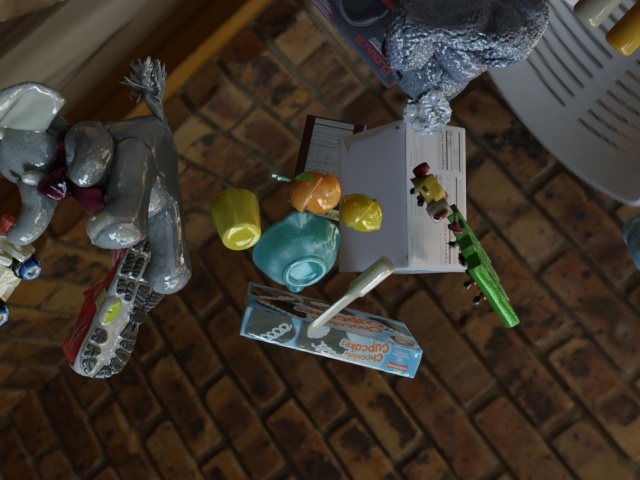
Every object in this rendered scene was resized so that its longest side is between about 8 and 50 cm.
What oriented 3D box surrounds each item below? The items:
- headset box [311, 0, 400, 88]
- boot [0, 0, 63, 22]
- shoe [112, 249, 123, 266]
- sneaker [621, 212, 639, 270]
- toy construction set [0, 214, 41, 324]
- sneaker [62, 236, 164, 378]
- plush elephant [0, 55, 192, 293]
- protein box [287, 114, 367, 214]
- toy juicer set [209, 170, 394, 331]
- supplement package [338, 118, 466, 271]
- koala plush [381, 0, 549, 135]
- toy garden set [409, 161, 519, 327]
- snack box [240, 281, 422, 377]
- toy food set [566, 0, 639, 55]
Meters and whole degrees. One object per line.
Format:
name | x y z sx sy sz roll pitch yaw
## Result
headset box | 0.122 -0.398 1.167 0.218 0.293 0.110 50 -128 1
boot | -0.357 -0.345 0.863 0.112 0.115 0.305 51 162 3
shoe | -0.332 0.000 1.306 0.064 0.177 0.081 10 -170 -3
sneaker | 0.448 -0.076 0.701 0.150 0.366 0.135 56 176 40
toy construction set | -0.574 0.066 1.203 0.151 0.328 0.215 56 -165 25
sneaker | -0.333 0.082 1.224 0.118 0.278 0.107 16 162 42
plush elephant | -0.341 -0.094 1.049 0.272 0.256 0.329 61 -156 -76
protein box | 0.025 -0.159 1.738 0.136 0.201 0.200 12 176 8
toy juicer set | 0.000 0.000 1.108 0.329 0.209 0.089 52 -165 -49
supplement package | 0.147 -0.071 1.391 0.145 0.261 0.204 4 174 -34
koala plush | 0.160 -0.250 0.971 0.221 0.204 0.196 115 162 -62
toy garden set | 0.200 0.002 1.123 0.203 0.049 0.244 54 -166 -17
snack box | 0.014 0.162 1.401 0.322 0.060 0.187 15 -171 -7
toy food set | 0.335 -0.350 0.945 0.111 0.104 0.232 8 -138 -47
